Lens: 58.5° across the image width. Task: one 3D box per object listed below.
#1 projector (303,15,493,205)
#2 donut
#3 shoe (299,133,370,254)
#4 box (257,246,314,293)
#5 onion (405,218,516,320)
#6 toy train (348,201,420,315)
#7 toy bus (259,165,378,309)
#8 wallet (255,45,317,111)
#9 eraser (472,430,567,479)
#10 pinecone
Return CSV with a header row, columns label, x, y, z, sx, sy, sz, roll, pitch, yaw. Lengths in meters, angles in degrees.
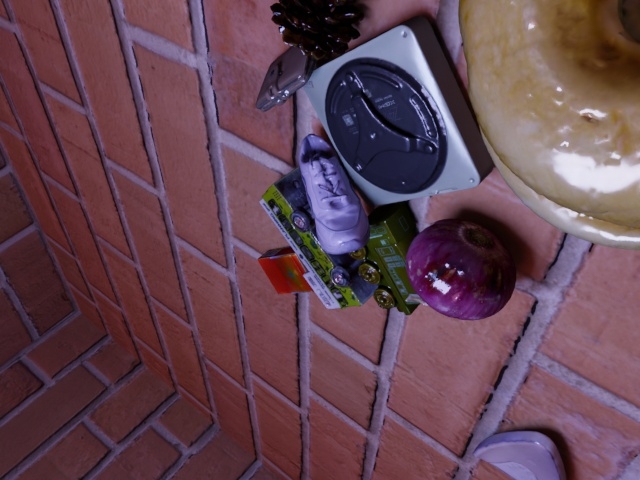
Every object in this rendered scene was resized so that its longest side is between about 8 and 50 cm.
label,x,y,z,sx,sy,sz,roll,pitch,yaw
projector,0.108,-0.183,0.904,0.257,0.079,0.259,-8,117,52
donut,0.316,-0.192,0.479,0.449,0.198,0.448,13,107,47
shoe,0.017,-0.084,1.007,0.245,0.095,0.137,-111,1,-49
box,-0.067,0.070,1.382,0.175,0.048,0.112,-8,116,52
onion,0.225,0.047,0.918,0.177,0.177,0.153,22,136,34
toy train,0.141,0.040,1.085,0.137,0.090,0.225,-13,114,49
toy bus,0.000,0.000,1.189,0.301,0.113,0.139,55,146,-5
wallet,-0.055,-0.284,0.962,0.039,0.117,0.153,29,153,-30
eraser,0.438,0.456,1.191,0.204,0.059,0.243,32,146,24
pinecone,0.002,-0.335,0.827,0.140,0.140,0.120,46,135,4
